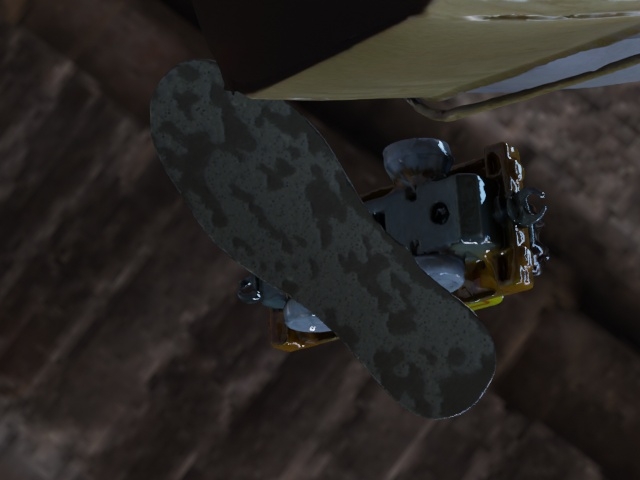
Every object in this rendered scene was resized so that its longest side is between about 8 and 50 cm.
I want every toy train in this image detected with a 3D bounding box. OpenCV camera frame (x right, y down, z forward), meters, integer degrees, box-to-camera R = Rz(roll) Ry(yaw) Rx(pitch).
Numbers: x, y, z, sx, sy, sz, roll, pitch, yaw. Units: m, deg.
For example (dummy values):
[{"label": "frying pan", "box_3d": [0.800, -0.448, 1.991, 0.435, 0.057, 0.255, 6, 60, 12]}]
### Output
[{"label": "toy train", "box_3d": [0.051, 0.009, 1.085, 0.219, 0.127, 0.089, -18, -113, 34]}]

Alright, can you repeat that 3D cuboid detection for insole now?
[{"label": "insole", "box_3d": [0.000, 0.000, 0.785, 0.065, 0.193, 0.006, -45, -177, 4]}]

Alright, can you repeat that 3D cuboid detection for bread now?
[{"label": "bread", "box_3d": [0.076, -0.118, 0.581, 0.212, 0.142, 0.224, -16, -179, -24]}]
